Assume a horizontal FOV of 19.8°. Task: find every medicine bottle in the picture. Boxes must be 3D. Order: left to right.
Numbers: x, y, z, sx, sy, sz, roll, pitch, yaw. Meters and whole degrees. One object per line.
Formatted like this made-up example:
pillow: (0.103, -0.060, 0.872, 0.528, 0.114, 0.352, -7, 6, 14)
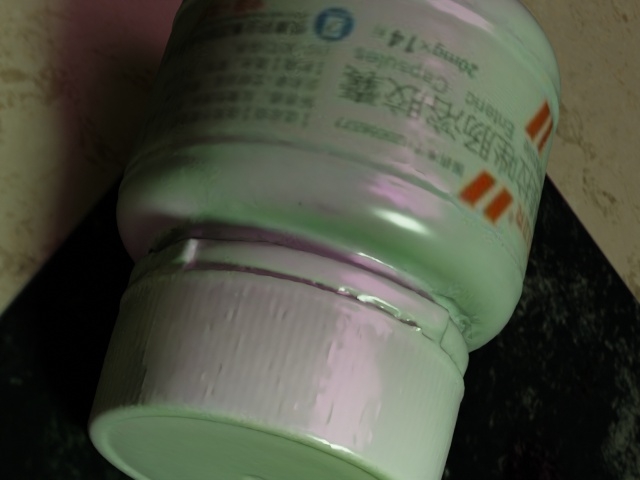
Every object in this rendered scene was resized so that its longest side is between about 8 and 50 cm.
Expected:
medicine bottle: (0.000, 0.000, 1.069, 0.241, 0.241, 0.302, 32, 62, -34)
